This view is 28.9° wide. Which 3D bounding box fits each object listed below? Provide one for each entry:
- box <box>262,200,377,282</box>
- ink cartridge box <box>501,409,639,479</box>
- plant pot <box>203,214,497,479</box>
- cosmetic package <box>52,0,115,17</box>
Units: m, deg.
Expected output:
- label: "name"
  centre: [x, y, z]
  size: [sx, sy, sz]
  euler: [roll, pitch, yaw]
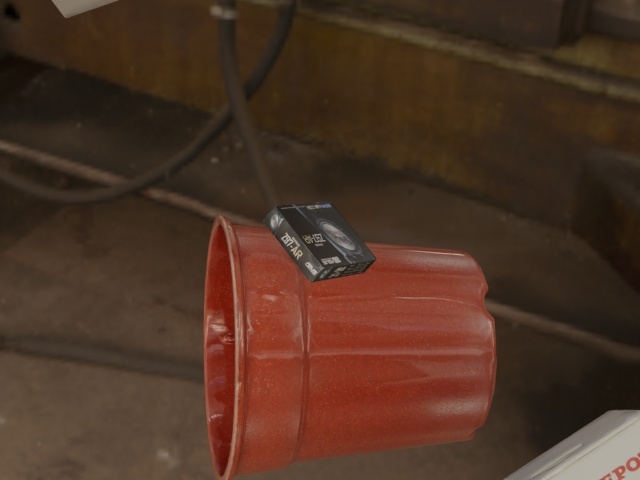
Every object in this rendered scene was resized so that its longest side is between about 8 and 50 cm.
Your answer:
- label: "box"
  centre: [0.000, 0.000, 1.002]
  size: [0.067, 0.018, 0.083]
  euler: [52, 28, 19]
- label: "ink cartridge box"
  centre: [0.218, 0.246, 0.894]
  size: [0.153, 0.208, 0.087]
  euler: [-30, -1, -8]
- label: "plant pot"
  centre: [0.025, 0.109, 1.277]
  size: [0.265, 0.272, 0.272]
  euler: [0, 33, -11]
- label: "cosmetic package"
  centre: [-0.340, -0.504, 1.611]
  size: [0.155, 0.197, 0.365]
  euler: [-19, 75, 2]
